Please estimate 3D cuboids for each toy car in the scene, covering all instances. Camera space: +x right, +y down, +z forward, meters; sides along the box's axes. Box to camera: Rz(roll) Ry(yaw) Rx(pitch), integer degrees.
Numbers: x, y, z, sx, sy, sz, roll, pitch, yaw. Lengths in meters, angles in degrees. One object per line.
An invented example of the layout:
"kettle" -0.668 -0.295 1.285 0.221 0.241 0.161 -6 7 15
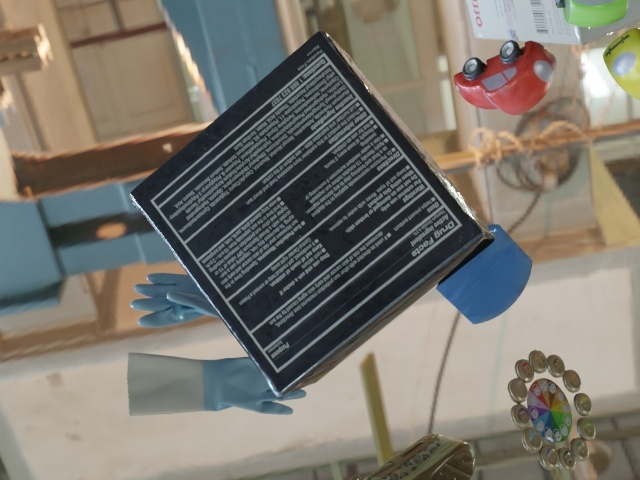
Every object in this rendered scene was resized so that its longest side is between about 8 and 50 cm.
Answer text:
"toy car" 0.238 -0.183 0.991 0.239 0.225 0.053 -5 -117 6

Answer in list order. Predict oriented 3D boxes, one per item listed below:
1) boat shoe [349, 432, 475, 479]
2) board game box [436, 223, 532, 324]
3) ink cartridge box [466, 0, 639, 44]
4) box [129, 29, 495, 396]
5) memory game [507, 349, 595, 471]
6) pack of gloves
"boat shoe" 0.111 0.384 1.679 0.285 0.105 0.089 -24 -153 -34
"board game box" 0.240 0.044 1.678 0.133 0.168 0.033 -46 -145 3
"ink cartridge box" 0.318 -0.372 1.486 0.168 0.171 0.232 -26 -156 -23
"box" -0.004 -0.025 1.299 0.296 0.294 0.183 -39 169 9
"memory game" 0.346 0.251 1.653 0.012 0.186 0.186 -29 -170 46
"pack of gloves" -0.123 0.121 1.386 0.232 0.046 0.195 3 -122 -15
